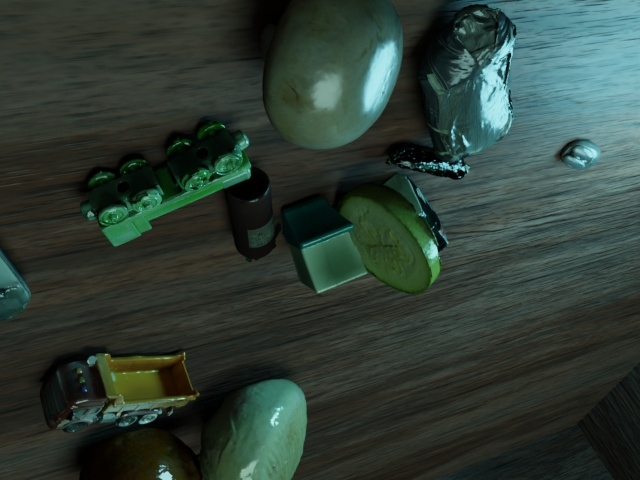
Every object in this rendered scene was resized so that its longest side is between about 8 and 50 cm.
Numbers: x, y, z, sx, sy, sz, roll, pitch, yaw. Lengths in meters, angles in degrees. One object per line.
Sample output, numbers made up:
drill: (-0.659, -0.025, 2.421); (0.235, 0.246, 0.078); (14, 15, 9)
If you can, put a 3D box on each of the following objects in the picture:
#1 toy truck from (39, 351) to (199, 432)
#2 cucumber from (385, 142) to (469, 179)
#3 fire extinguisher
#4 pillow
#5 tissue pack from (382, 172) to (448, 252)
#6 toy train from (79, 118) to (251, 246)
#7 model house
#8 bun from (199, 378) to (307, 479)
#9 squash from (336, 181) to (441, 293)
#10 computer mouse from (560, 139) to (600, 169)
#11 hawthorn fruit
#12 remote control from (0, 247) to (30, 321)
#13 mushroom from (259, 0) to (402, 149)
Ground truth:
toy truck: (-0.374, 0.281, 1.537); (0.270, 0.114, 0.135); (4, 140, -44)
cucumber: (0.188, -0.137, 1.435); (0.181, 0.053, 0.053); (3, 137, -41)
fire extinguisher: (-0.101, -0.034, 1.341); (0.099, 0.071, 0.231); (-48, 158, -23)
pillow: (0.233, -0.231, 1.286); (0.161, 0.092, 0.335); (-33, 149, -3)
tissue pack: (0.166, -0.039, 1.514); (0.090, 0.103, 0.170); (-33, 151, 12)
toy train: (-0.212, -0.079, 1.166); (0.251, 0.085, 0.119); (-24, 155, -5)
model house: (0.000, 0.000, 1.417); (0.100, 0.149, 0.127); (-23, -167, -13)
bun: (-0.167, 0.478, 1.889); (0.213, 0.361, 0.361); (13, 152, 14)
squash: (0.113, 0.003, 1.424); (0.041, 0.219, 0.219); (-39, 157, -29)
computer mouse: (0.535, -0.171, 1.679); (0.096, 0.039, 0.066); (5, 136, -43)
hawthorn fruit: (-0.376, 0.536, 1.805); (0.298, 0.277, 0.277); (-28, 157, -42)
remote control: (-0.485, 0.042, 1.145); (0.104, 0.052, 0.247); (-21, 150, -10)
mushroom: (0.005, -0.229, 1.042); (0.226, 0.178, 0.226); (-54, 163, -24)
